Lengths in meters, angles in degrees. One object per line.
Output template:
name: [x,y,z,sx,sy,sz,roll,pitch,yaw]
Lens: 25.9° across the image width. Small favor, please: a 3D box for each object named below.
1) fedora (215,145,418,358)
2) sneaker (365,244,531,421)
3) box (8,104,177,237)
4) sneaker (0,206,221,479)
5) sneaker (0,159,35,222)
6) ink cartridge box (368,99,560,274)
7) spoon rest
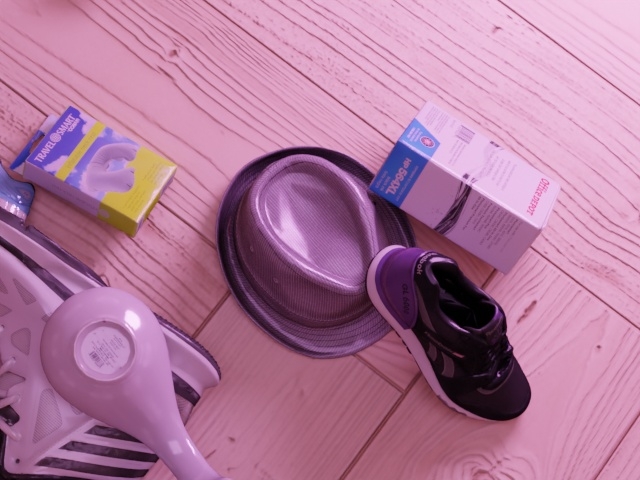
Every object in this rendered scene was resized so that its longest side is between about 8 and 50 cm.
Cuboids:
fedora: [0.000,0.000,1.699,0.243,0.124,0.275,-30,82,-11]
sneaker: [0.176,0.122,1.640,0.283,0.124,0.107,46,65,-25]
box: [-0.280,-0.091,1.717,0.178,0.042,0.109,29,54,1]
sneaker: [-0.362,0.130,1.608,0.447,0.169,0.257,33,74,0]
sneaker: [-0.426,-0.075,1.716,0.162,0.063,0.073,28,57,-3]
ink cartridge box: [0.180,-0.066,1.716,0.203,0.148,0.086,34,120,3]
spoon rest: [-0.202,0.178,1.548,0.137,0.084,0.276,-35,85,-12]
